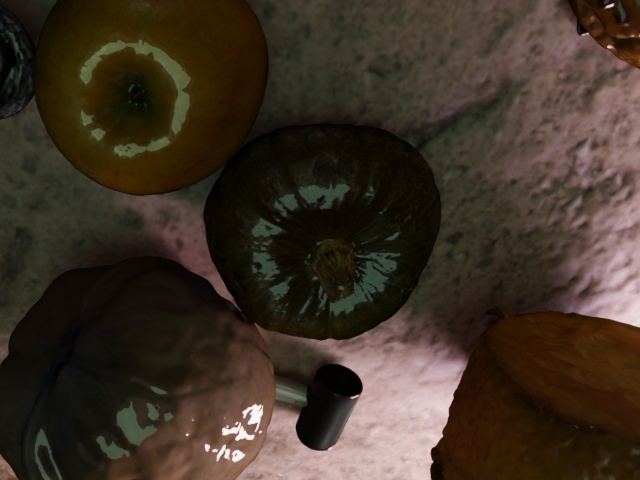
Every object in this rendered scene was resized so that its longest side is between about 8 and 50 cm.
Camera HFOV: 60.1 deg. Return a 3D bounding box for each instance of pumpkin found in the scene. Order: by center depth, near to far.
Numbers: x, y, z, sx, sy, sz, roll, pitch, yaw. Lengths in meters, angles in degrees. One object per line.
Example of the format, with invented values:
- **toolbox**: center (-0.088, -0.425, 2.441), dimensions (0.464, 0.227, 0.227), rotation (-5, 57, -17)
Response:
- **pumpkin**: center (0.000, 0.000, 0.509), dimensions (0.219, 0.162, 0.219), rotation (-4, 119, -7)

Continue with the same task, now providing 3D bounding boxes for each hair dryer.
- **hair dryer**: center (-0.057, 0.179, 0.663), dimensions (0.198, 0.057, 0.100), rotation (21, 114, -5)

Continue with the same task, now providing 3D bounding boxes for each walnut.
- **walnut**: center (-0.166, 0.139, 0.530), dimensions (0.248, 0.248, 0.248), rotation (-2, 117, -3)

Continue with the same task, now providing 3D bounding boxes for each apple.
- **apple**: center (-0.131, -0.124, 0.435), dimensions (0.182, 0.155, 0.182), rotation (1, 114, 2)

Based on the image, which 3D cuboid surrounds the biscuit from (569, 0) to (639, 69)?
- **biscuit**: center (0.333, -0.278, 0.436), dimensions (0.296, 0.075, 0.296), rotation (-2, 117, -4)

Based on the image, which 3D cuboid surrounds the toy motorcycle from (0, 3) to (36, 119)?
- **toy motorcycle**: center (-0.364, -0.229, 0.395), dimensions (0.223, 0.108, 0.340), rotation (-16, 112, 15)

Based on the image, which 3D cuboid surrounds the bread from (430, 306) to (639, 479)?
- **bread**: center (0.312, 0.224, 0.525), dimensions (0.398, 0.398, 0.215), rotation (7, 105, -7)
